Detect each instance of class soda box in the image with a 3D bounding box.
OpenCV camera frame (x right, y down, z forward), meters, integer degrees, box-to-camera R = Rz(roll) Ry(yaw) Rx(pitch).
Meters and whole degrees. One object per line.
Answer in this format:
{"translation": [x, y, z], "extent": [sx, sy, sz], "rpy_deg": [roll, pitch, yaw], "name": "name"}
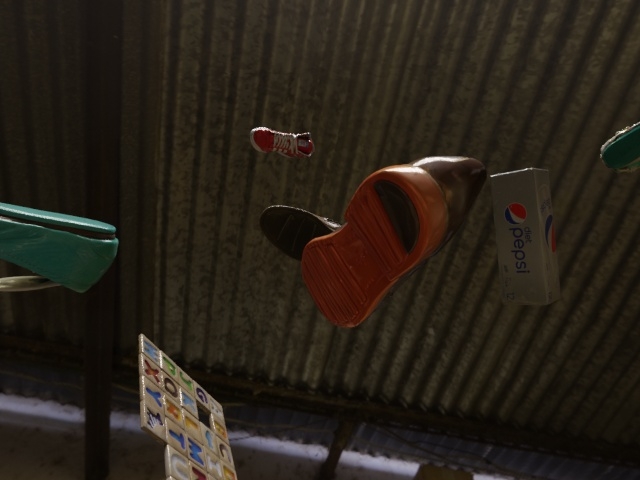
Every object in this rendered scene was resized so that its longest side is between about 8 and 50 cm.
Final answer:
{"translation": [0.446, -0.007, 0.962], "extent": [0.098, 0.091, 0.286], "rpy_deg": [-7, -91, 45], "name": "soda box"}

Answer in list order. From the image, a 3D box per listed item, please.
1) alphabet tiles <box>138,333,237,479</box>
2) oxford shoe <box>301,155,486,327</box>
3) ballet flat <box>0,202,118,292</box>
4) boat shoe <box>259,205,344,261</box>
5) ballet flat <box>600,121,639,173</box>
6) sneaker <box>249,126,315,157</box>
{"translation": [-0.160, 0.249, 0.555], "extent": [0.009, 0.237, 0.198], "rpy_deg": [-33, -55, -4], "name": "alphabet tiles"}
{"translation": [0.079, 0.017, 0.579], "extent": [0.132, 0.364, 0.130], "rpy_deg": [-25, -101, -29], "name": "oxford shoe"}
{"translation": [-0.311, -0.005, 0.380], "extent": [0.247, 0.083, 0.087], "rpy_deg": [19, -91, -26], "name": "ballet flat"}
{"translation": [0.000, 0.000, 1.044], "extent": [0.307, 0.104, 0.111], "rpy_deg": [23, -82, -12], "name": "boat shoe"}
{"translation": [0.561, -0.183, 0.686], "extent": [0.077, 0.241, 0.091], "rpy_deg": [-19, -95, -32], "name": "ballet flat"}
{"translation": [-0.057, -0.162, 0.731], "extent": [0.067, 0.118, 0.042], "rpy_deg": [6, -87, 35], "name": "sneaker"}
